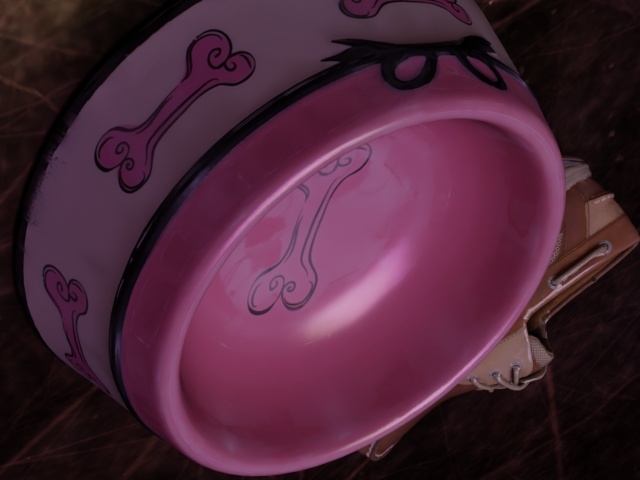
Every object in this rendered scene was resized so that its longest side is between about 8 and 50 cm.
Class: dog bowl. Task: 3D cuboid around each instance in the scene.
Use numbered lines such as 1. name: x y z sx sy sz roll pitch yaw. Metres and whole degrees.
1. dog bowl: 0.000 0.000 1.052 0.408 0.150 0.408 -25 141 -22

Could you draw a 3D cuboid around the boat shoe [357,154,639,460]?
1. boat shoe: 0.144 0.077 1.263 0.324 0.116 0.123 -51 164 14
